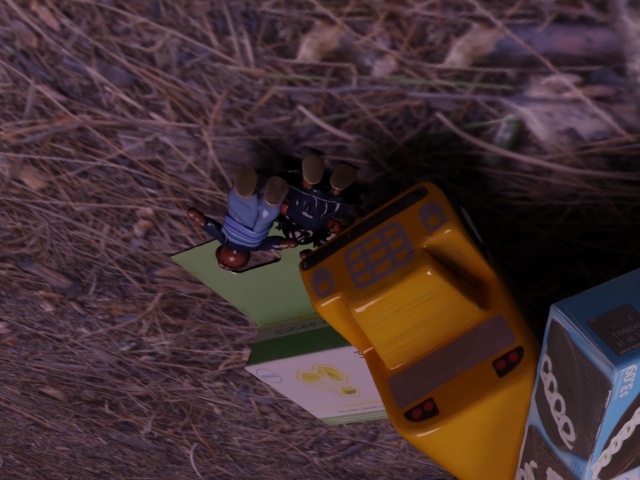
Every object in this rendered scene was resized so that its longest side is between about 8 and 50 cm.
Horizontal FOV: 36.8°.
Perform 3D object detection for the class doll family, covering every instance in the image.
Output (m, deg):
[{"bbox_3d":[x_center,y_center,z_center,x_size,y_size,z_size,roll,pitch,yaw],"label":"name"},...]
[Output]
[{"bbox_3d":[0.000,0.000,0.709,0.193,0.076,0.111,27,152,-2],"label":"doll family"}]

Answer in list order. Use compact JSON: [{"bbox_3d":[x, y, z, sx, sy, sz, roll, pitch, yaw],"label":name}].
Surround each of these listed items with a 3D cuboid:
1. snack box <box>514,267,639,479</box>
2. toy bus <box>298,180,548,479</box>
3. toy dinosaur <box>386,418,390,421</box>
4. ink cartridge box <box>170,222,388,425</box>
[{"bbox_3d":[0.218,0.138,0.633,0.060,0.187,0.322,52,154,41],"label":"snack box"},{"bbox_3d":[0.117,0.099,0.680,0.108,0.130,0.332,-31,140,12],"label":"toy bus"},{"bbox_3d":[0.105,0.177,0.922,0.211,0.064,0.112,16,149,8],"label":"toy dinosaur"},{"bbox_3d":[-0.009,0.082,0.853,0.235,0.056,0.171,38,145,-29],"label":"ink cartridge box"}]
